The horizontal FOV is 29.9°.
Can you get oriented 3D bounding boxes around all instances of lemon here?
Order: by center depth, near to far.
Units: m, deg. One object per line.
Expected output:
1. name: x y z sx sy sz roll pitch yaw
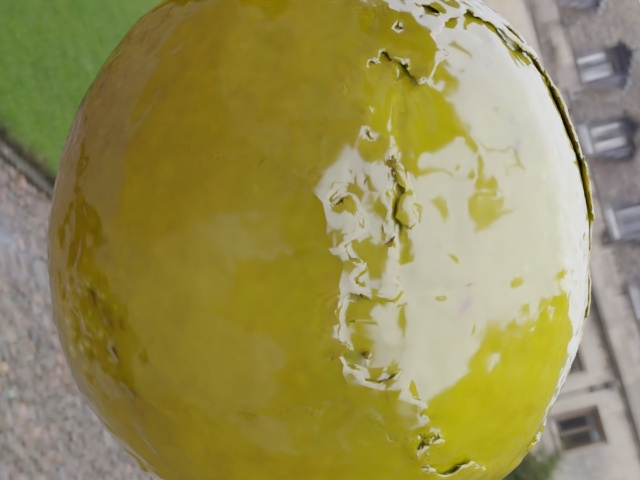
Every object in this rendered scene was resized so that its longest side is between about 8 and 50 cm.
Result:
1. lemon: 0.000 0.000 0.621 0.297 0.297 0.297 -15 90 -85
